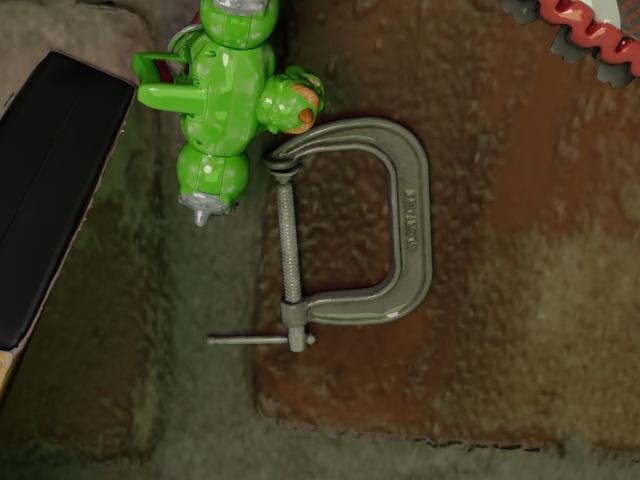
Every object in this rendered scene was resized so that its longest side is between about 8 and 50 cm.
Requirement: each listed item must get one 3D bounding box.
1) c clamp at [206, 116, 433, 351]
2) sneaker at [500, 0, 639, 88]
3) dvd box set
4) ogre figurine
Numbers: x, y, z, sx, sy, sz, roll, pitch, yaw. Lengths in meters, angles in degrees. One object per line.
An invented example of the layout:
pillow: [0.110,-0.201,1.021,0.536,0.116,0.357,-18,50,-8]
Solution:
c clamp: [0.000,0.000,0.921,0.137,0.022,0.161,2,119,0]
sneaker: [0.125,-0.182,0.778,0.276,0.098,0.135,37,115,-16]
dvd box set: [-0.222,0.135,0.835,0.062,0.308,0.420,23,117,-8]
ogre figurine: [-0.049,-0.090,0.819,0.096,0.118,0.197,26,116,-13]
